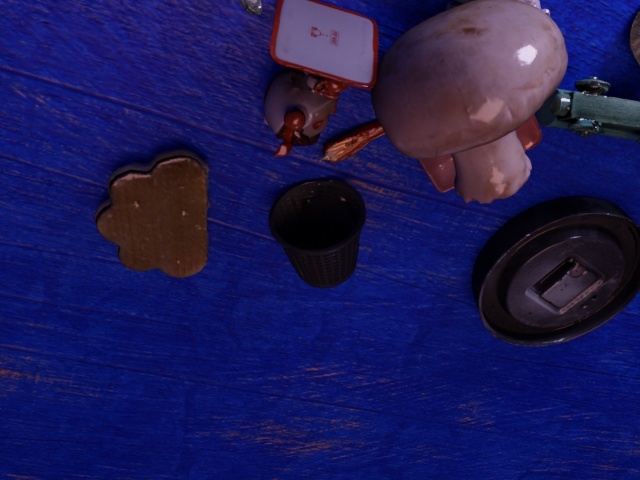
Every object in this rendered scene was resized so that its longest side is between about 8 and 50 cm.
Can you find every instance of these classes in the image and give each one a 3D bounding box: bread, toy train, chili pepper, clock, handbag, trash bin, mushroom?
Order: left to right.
[{"bbox_3d":[-0.299,-0.045,1.217,0.207,0.056,0.287,0,129,-15],"label":"bread"},{"bbox_3d":[0.000,0.000,1.255,0.175,0.176,0.161,-10,141,-2],"label":"trash bin"},{"bbox_3d":[0.073,-0.184,1.192,0.178,0.027,0.045,-26,133,11],"label":"chili pepper"},{"bbox_3d":[0.270,-0.191,1.202,0.212,0.059,0.157,-29,129,14],"label":"handbag"},{"bbox_3d":[0.232,-0.198,1.005,0.297,0.297,0.290,-24,109,10],"label":"mushroom"},{"bbox_3d":[0.513,0.074,1.457,0.385,0.077,0.386,-5,131,-6],"label":"clock"},{"bbox_3d":[0.501,-0.215,1.172,0.248,0.159,0.101,7,95,-9],"label":"toy train"}]

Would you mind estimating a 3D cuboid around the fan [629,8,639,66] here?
[{"bbox_3d":[0.666,-0.343,1.092,0.294,0.012,0.223,-25,95,21],"label":"fan"}]

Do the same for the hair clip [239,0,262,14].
[{"bbox_3d":[-0.129,-0.428,0.945,0.065,0.036,0.229,-20,124,0],"label":"hair clip"}]

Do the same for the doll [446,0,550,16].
[{"bbox_3d":[0.258,-0.383,1.044,0.227,0.057,0.114,19,141,-21],"label":"doll"}]

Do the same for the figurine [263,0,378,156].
[{"bbox_3d":[-0.024,-0.226,1.059,0.160,0.184,0.226,15,138,-10],"label":"figurine"}]
